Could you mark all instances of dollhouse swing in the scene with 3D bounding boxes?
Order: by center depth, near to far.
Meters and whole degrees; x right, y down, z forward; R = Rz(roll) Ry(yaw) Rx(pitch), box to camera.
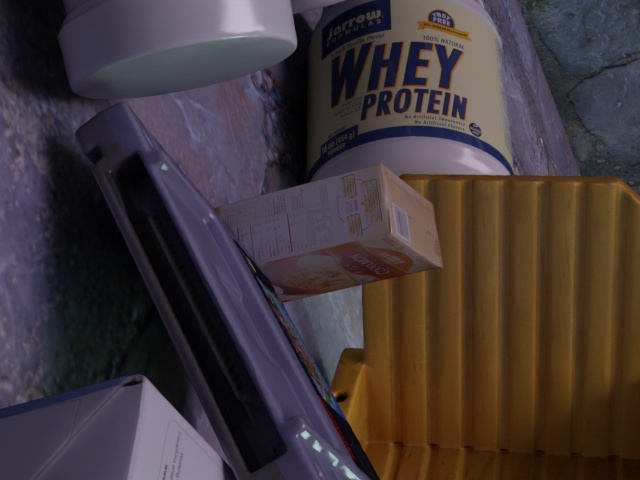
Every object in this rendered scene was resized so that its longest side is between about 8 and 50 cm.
[{"bbox_3d":[0.168,0.139,1.078,0.315,0.346,0.305,-68,157,-57],"label":"dollhouse swing"}]

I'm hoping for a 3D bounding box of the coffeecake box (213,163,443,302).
[{"bbox_3d":[0.000,0.000,1.057,0.142,0.185,0.068,28,52,-63],"label":"coffeecake box"}]

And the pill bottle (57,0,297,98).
[{"bbox_3d":[-0.140,-0.301,0.849,0.210,0.210,0.363,-9,87,-69],"label":"pill bottle"}]

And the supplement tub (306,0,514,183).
[{"bbox_3d":[0.100,-0.153,1.340,0.235,0.235,0.325,49,34,-51],"label":"supplement tub"}]

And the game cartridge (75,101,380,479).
[{"bbox_3d":[-0.049,0.083,0.836,0.355,0.068,0.230,59,7,31],"label":"game cartridge"}]

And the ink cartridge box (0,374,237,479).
[{"bbox_3d":[-0.086,0.309,0.698,0.395,0.151,0.270,54,29,-41],"label":"ink cartridge box"}]

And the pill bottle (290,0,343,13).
[{"bbox_3d":[-0.038,-0.402,1.191,0.169,0.169,0.302,-64,143,-59],"label":"pill bottle"}]
